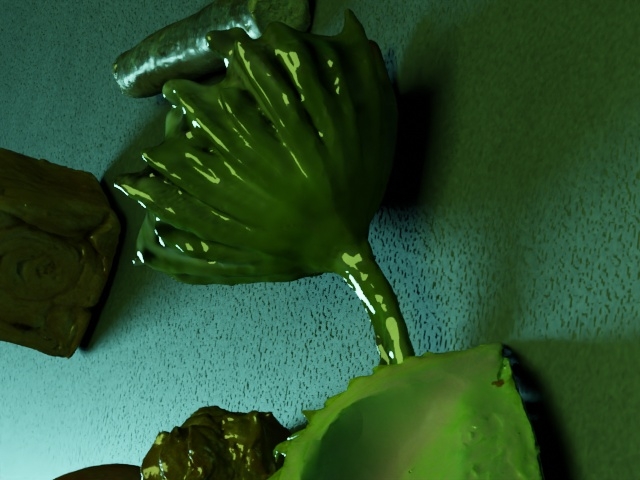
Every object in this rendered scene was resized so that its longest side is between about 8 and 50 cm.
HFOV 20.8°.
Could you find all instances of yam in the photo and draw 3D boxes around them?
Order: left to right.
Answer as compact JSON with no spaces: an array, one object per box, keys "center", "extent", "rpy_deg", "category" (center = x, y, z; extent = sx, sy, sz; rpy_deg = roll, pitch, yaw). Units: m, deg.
[{"center":[-0.101,-0.169,1.501],"extent":[0.274,0.061,0.061],"rpy_deg":[-11,66,58],"category":"yam"}]

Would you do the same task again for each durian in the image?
[{"center":[0.062,0.207,0.960],"extent":[0.169,0.157,0.355],"rpy_deg":[-38,44,22],"category":"durian"}]

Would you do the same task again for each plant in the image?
[{"center":[0.022,0.005,1.213],"extent":[0.333,0.180,0.251],"rpy_deg":[45,112,20],"category":"plant"}]

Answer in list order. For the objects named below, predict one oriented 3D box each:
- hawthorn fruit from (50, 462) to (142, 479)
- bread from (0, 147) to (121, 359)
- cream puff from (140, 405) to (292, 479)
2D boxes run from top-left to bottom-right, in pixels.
[{"center":[-0.179,0.250,1.318],"extent":[0.149,0.189,0.149],"rpy_deg":[19,117,42],"category":"hawthorn fruit"},{"center":[-0.283,0.008,1.619],"extent":[0.143,0.158,0.149],"rpy_deg":[47,120,54],"category":"bread"},{"center":[-0.071,0.162,1.249],"extent":[0.116,0.122,0.094],"rpy_deg":[-10,71,14],"category":"cream puff"}]
